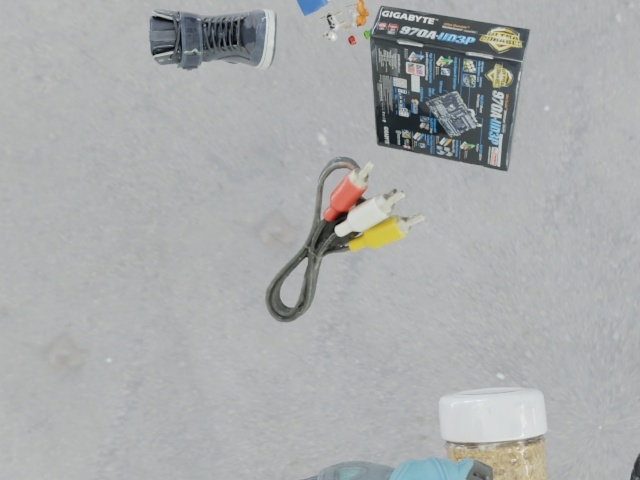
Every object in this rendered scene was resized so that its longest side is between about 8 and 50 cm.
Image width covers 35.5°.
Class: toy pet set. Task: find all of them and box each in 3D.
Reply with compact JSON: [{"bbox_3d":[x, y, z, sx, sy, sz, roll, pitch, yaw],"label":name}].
[{"bbox_3d":[0.014,-0.321,1.420,0.065,0.122,0.114,-30,100,-11],"label":"toy pet set"}]

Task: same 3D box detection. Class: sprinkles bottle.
[{"bbox_3d":[0.210,0.349,1.131,0.121,0.121,0.355,-6,86,14],"label":"sprinkles bottle"}]

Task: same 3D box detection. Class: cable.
[{"bbox_3d":[0.000,0.000,1.338,0.139,0.072,0.287,47,115,-3],"label":"cable"}]

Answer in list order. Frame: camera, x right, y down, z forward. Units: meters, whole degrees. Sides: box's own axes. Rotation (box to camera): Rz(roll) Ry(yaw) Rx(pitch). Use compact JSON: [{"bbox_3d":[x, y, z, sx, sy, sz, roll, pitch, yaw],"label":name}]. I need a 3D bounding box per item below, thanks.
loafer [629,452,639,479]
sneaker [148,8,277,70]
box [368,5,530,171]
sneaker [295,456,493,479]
[{"bbox_3d":[0.344,0.263,0.862,0.078,0.223,0.076,6,122,-11],"label":"loafer"},{"bbox_3d":[-0.159,-0.292,1.440,0.164,0.226,0.086,1,94,-21],"label":"sneaker"},{"bbox_3d":[0.151,-0.177,1.196,0.175,0.220,0.051,12,62,13],"label":"box"},{"bbox_3d":[-0.030,0.138,0.269,0.125,0.262,0.104,-2,96,21],"label":"sneaker"}]
